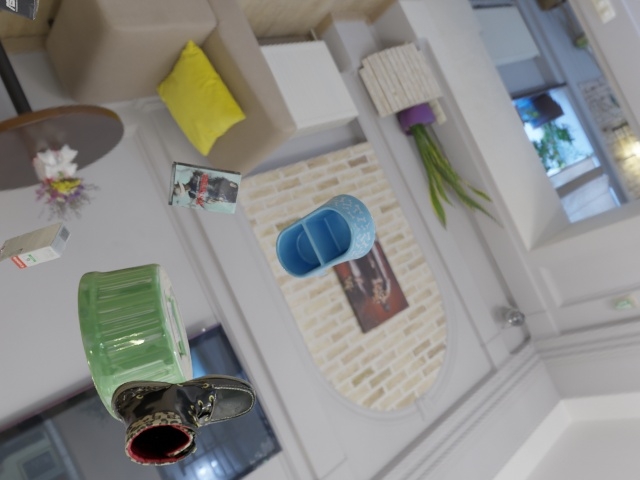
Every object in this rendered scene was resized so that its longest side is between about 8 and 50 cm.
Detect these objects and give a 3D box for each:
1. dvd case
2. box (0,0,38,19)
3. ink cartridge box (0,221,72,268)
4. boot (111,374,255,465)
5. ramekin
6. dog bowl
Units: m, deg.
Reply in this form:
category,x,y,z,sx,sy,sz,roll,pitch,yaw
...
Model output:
category,x,y,z,sx,sy,sz,roll,pitch,yaw
dvd case,-0.205,-0.092,0.963,0.119,0.013,0.087,9,126,-12
box,-0.532,-0.661,0.994,0.097,0.319,0.395,12,159,-26
ink cartridge box,-0.476,0.013,0.897,0.115,0.029,0.063,-16,-141,11
boot,-0.196,0.278,0.843,0.236,0.085,0.178,6,-176,-24
ramekin,-0.364,0.192,1.106,0.148,0.304,0.303,-15,176,-10
dog bowl,0.000,0.000,1.372,0.297,0.166,0.074,-29,176,40
